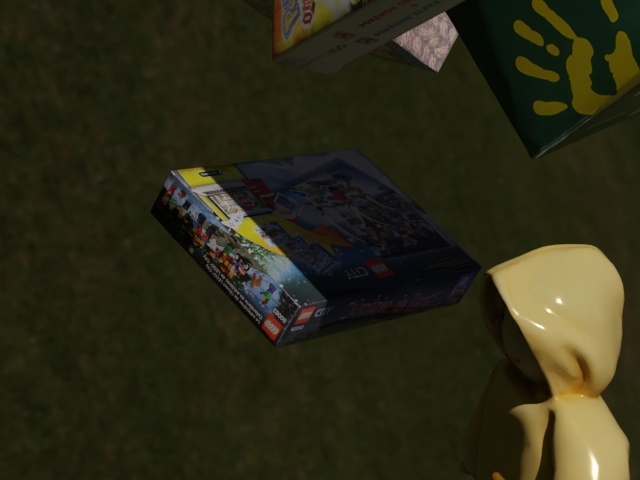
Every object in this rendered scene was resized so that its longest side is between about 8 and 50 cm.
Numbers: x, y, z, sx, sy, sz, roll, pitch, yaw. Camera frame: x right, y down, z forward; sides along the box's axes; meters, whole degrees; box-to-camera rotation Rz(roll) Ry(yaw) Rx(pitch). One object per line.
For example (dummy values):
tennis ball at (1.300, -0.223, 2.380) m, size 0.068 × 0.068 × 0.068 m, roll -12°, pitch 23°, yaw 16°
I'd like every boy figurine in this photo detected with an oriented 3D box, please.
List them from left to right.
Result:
boy figurine at (0.127, 0.143, 1.096) m, size 0.177 × 0.092 × 0.285 m, roll -126°, pitch -140°, yaw -62°

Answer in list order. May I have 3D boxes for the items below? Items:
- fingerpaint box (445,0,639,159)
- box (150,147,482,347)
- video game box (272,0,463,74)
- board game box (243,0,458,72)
fingerpaint box at (0.228, -0.298, 1.245) m, size 0.445 × 0.163 × 0.371 m, roll -24°, pitch 81°, yaw -41°
box at (0.000, 0.000, 1.461) m, size 0.233 × 0.044 × 0.159 m, roll -10°, pitch 48°, yaw -49°
video game box at (0.036, -0.212, 0.978) m, size 0.048 × 0.187 × 0.205 m, roll 8°, pitch 74°, yaw -27°
board game box at (0.052, -0.338, 2.031) m, size 0.141 × 0.232 × 0.291 m, roll 32°, pitch -5°, yaw -36°
